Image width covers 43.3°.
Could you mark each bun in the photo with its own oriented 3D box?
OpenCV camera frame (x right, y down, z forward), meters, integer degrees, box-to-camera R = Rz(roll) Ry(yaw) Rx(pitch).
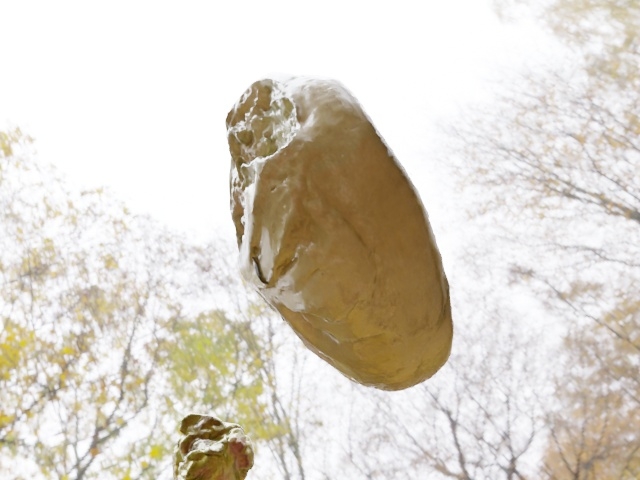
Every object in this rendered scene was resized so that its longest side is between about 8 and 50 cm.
[{"bbox_3d":[0.000,0.000,0.545,0.116,0.210,0.237,-28,-95,-8],"label":"bun"}]

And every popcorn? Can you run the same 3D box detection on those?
[{"bbox_3d":[-0.132,0.261,0.945,0.097,0.109,0.089,-14,-42,28],"label":"popcorn"}]
